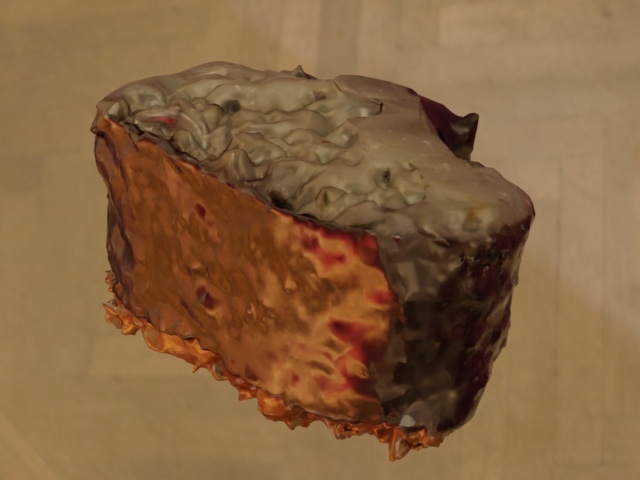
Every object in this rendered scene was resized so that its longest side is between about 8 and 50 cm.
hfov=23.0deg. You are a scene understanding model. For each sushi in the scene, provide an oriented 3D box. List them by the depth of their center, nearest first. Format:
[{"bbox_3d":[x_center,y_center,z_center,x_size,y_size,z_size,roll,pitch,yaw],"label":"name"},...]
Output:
[{"bbox_3d":[0.000,0.000,1.072,0.234,0.207,0.348,-14,29,-36],"label":"sushi"}]
